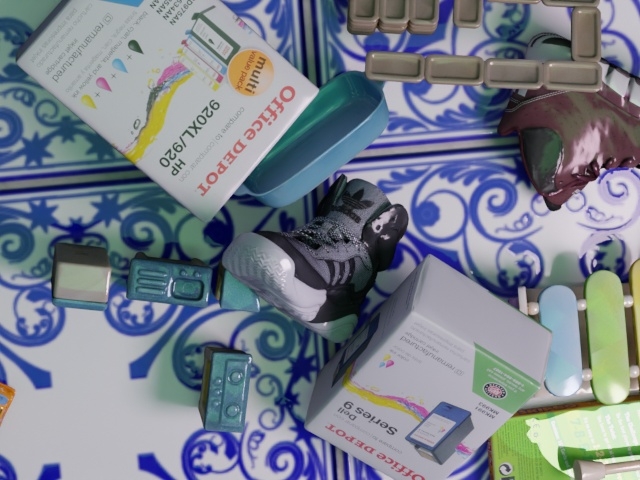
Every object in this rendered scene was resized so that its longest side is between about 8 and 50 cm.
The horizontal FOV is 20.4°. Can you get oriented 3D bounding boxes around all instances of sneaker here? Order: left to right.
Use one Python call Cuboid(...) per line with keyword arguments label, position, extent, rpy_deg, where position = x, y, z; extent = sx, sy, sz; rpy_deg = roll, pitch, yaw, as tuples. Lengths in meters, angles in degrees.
Cuboid(label="sneaker", position=(0.000, 0.000, 1.718), extent=(0.101, 0.268, 0.153), rpy_deg=(30, 85, 21))
Cuboid(label="sneaker", position=(0.308, -0.084, 1.824), extent=(0.281, 0.106, 0.162), rpy_deg=(28, 99, -1))

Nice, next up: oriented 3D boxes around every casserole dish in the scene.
Cuboid(label="casserole dish", position=(-0.007, -0.096, 1.763), extent=(0.188, 0.114, 0.037), rpy_deg=(-37, 121, -3))

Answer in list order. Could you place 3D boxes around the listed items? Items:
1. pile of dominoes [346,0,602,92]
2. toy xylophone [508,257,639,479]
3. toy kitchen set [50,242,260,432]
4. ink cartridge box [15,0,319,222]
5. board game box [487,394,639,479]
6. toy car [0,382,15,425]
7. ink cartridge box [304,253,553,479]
Cuboid(label="pile of dominoes", position=(0.154, -0.241, 1.775), extent=(0.251, 0.040, 0.196), rpy_deg=(3, 75, -2))
Cuboid(label="toy xylophone", position=(0.351, 0.126, 1.843), extent=(0.323, 0.081, 0.236), rpy_deg=(-12, 86, -9))
Cuboid(label="toy kitchen set", position=(-0.167, 0.102, 1.758), extent=(0.207, 0.122, 0.166), rpy_deg=(6, 98, -9))
Cuboid(label="ink cartridge box", position=(-0.148, -0.159, 1.696), extent=(0.233, 0.168, 0.171), rpy_deg=(41, 90, -13))
Cuboid(label="board game box", position=(0.308, 0.231, 1.896), extent=(0.259, 0.039, 0.124), rpy_deg=(-6, 99, -6))
Cuboid(label="toy car", position=(-0.359, 0.146, 1.776), extent=(0.122, 0.040, 0.060), rpy_deg=(43, 90, -13))
Cuboid(label="ink cartridge box", position=(0.105, 0.139, 1.769), extent=(0.154, 0.093, 0.212), rpy_deg=(32, 131, -11))
